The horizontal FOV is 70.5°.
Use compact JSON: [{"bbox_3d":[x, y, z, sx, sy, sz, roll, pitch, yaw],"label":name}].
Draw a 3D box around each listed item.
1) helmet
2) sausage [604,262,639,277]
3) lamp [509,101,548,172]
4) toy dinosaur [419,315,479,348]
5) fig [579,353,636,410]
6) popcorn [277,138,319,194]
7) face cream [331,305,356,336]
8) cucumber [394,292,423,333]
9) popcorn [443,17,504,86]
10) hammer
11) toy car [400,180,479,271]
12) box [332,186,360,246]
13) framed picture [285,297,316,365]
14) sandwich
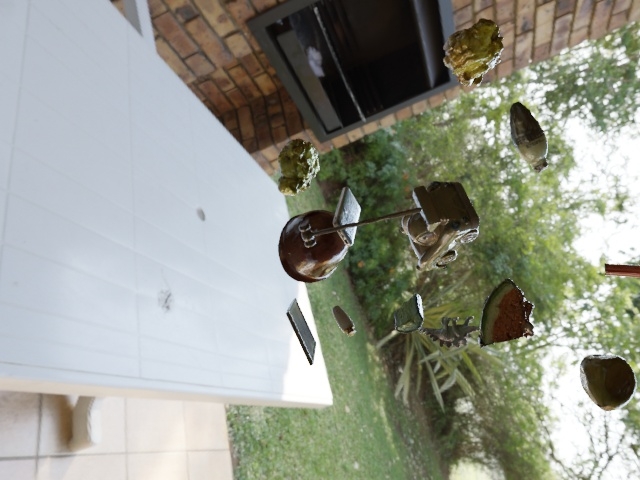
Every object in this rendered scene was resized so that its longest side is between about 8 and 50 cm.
[{"bbox_3d":[0.000,0.000,2.140,0.337,0.230,0.385,48,51,-6],"label":"helmet"},{"bbox_3d":[1.016,0.098,1.486,0.048,0.145,0.050,-42,125,-46],"label":"sausage"},{"bbox_3d":[0.688,-0.340,1.501,0.250,0.101,0.101,62,13,-8],"label":"lamp"},{"bbox_3d":[0.324,0.237,1.173,0.039,0.209,0.082,9,77,-33],"label":"toy dinosaur"},{"bbox_3d":[0.836,0.413,1.323,0.144,0.154,0.165,25,46,-8],"label":"fig"},{"bbox_3d":[-0.108,-0.368,2.301,0.225,0.174,0.285,0,98,-53],"label":"popcorn"},{"bbox_3d":[0.122,0.421,2.378,0.182,0.072,0.051,54,-6,39],"label":"face cream"},{"bbox_3d":[0.324,0.267,1.616,0.062,0.116,0.115,36,28,-12],"label":"cucumber"},{"bbox_3d":[0.473,-0.577,1.392,0.155,0.198,0.197,61,10,16],"label":"popcorn"},{"bbox_3d":[0.093,-0.042,1.074,0.029,0.292,0.058,-77,151,-63],"label":"hammer"},{"bbox_3d":[0.409,-0.047,1.700,0.336,0.226,0.242,117,-39,-54],"label":"toy car"},{"bbox_3d":[0.115,-0.107,1.947,0.142,0.044,0.285,58,29,-29],"label":"box"},{"bbox_3d":[-0.070,0.341,1.738,0.289,0.020,0.211,-40,105,-87],"label":"framed picture"},{"bbox_3d":[0.757,0.297,1.843,0.109,0.212,0.292,5,88,-72],"label":"sandwich"}]
